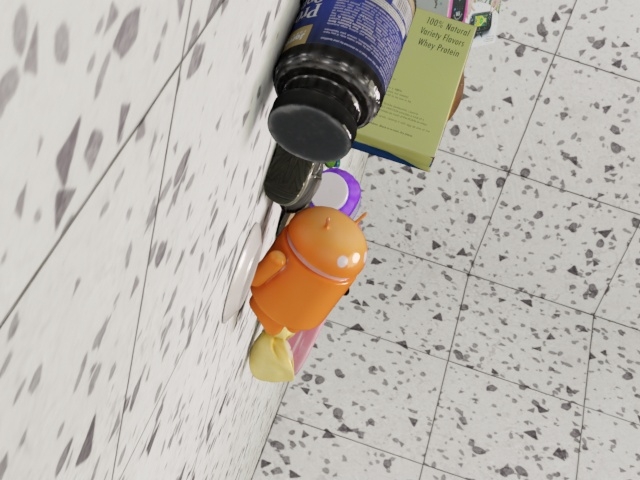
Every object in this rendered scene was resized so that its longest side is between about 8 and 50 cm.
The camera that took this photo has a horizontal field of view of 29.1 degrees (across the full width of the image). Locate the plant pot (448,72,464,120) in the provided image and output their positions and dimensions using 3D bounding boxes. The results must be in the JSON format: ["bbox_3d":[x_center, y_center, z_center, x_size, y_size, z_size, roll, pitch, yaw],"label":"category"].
[{"bbox_3d":[0.140,-0.307,2.316,0.230,0.215,0.215,-4,113,-70],"label":"plant pot"}]

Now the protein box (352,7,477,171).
[{"bbox_3d":[0.101,-0.234,1.814,0.136,0.199,0.201,82,26,-84],"label":"protein box"}]

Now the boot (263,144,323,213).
[{"bbox_3d":[-0.012,-0.120,1.653,0.190,0.076,0.208,-58,171,5],"label":"boot"}]

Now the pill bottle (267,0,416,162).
[{"bbox_3d":[0.021,-0.197,1.336,0.123,0.122,0.219,103,6,-58],"label":"pill bottle"}]

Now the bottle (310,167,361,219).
[{"bbox_3d":[0.018,-0.072,2.231,0.118,0.092,0.283,-54,176,-2],"label":"bottle"}]

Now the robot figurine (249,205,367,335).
[{"bbox_3d":[-0.018,0.041,1.751,0.219,0.158,0.128,-54,-161,31],"label":"robot figurine"}]

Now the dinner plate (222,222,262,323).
[{"bbox_3d":[-0.100,0.045,1.626,0.141,0.017,0.141,20,90,-87],"label":"dinner plate"}]

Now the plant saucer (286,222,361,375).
[{"bbox_3d":[-0.021,0.103,2.451,0.332,0.084,0.332,-156,-90,-87],"label":"plant saucer"}]

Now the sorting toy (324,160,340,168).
[{"bbox_3d":[0.015,-0.165,2.266,0.102,0.042,0.061,-46,141,-56],"label":"sorting toy"}]

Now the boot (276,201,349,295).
[{"bbox_3d":[0.000,0.000,1.982,0.198,0.137,0.077,104,5,-50],"label":"boot"}]

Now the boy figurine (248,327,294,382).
[{"bbox_3d":[-0.053,0.111,2.167,0.177,0.092,0.285,105,0,-82],"label":"boy figurine"}]

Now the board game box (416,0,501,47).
[{"bbox_3d":[0.222,-0.467,2.001,0.224,0.097,0.304,-24,123,-58],"label":"board game box"}]
